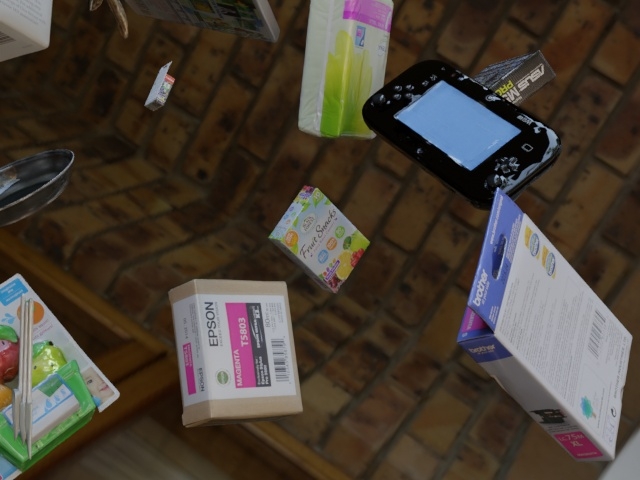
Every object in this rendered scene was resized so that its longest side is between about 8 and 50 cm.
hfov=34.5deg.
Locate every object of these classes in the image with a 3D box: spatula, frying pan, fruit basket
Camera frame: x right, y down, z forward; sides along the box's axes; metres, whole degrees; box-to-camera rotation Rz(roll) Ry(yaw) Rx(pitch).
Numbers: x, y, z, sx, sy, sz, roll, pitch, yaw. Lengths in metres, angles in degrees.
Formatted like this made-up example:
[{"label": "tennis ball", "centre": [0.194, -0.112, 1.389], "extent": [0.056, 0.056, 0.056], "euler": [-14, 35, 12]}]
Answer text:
[{"label": "spatula", "centre": [-0.468, 0.206, 1.617], "extent": [0.168, 0.019, 0.242], "euler": [-174, 85, -69]}, {"label": "frying pan", "centre": [-0.489, -0.065, 1.489], "extent": [0.197, 0.326, 0.053], "euler": [-53, -52, -48]}, {"label": "fruit basket", "centre": [-0.644, 0.281, 2.116], "extent": [0.327, 0.353, 0.165], "euler": [-37, -3, -29]}]

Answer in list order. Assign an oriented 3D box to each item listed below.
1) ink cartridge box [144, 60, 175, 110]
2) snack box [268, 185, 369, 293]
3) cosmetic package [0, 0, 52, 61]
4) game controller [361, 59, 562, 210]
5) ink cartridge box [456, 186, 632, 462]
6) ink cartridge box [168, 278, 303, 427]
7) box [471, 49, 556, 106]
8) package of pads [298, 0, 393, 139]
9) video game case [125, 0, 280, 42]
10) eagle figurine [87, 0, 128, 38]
[{"label": "ink cartridge box", "centre": [-0.386, -0.377, 2.518], "extent": [0.063, 0.029, 0.115], "euler": [-13, 52, 55]}, {"label": "snack box", "centre": [0.000, 0.000, 1.551], "extent": [0.141, 0.037, 0.100], "euler": [45, -110, -34]}, {"label": "cosmetic package", "centre": [-0.643, -0.602, 1.988], "extent": [0.230, 0.161, 0.453], "euler": [29, -123, -58]}, {"label": "game controller", "centre": [0.205, -0.165, 1.536], "extent": [0.166, 0.319, 0.067], "euler": [-43, -39, -6]}, {"label": "ink cartridge box", "centre": [0.261, 0.104, 1.224], "extent": [0.065, 0.311, 0.186], "euler": [-16, 39, 40]}, {"label": "ink cartridge box", "centre": [-0.141, 0.187, 1.731], "extent": [0.193, 0.235, 0.088], "euler": [3, -18, -40]}, {"label": "box", "centre": [0.287, -0.250, 1.896], "extent": [0.216, 0.060, 0.270], "euler": [-38, 9, -6]}, {"label": "package of pads", "centre": [0.051, -0.344, 1.991], "extent": [0.229, 0.101, 0.297], "euler": [-9, -73, -68]}, {"label": "video game case", "centre": [-0.241, -0.456, 1.915], "extent": [0.329, 0.299, 0.036], "euler": [51, -128, -83]}, {"label": "eagle figurine", "centre": [-0.328, -0.481, 1.599], "extent": [0.225, 0.226, 0.298], "euler": [-57, 11, -17]}]
